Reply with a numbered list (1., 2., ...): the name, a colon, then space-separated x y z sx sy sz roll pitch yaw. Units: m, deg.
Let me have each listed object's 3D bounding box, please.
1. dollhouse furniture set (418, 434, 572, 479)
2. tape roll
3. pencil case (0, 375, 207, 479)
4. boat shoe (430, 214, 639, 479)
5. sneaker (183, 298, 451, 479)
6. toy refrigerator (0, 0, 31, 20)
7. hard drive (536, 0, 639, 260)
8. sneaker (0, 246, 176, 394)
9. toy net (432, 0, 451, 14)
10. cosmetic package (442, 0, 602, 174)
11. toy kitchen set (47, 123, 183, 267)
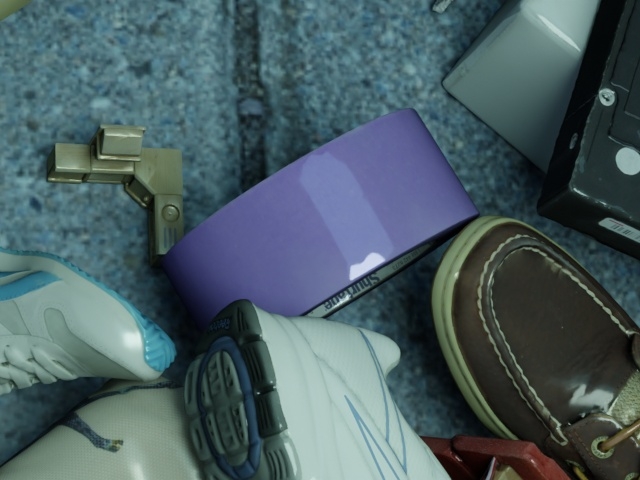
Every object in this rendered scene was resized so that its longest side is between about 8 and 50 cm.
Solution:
1. dollhouse furniture set: 0.140 0.317 1.125 0.374 0.152 0.201 50 63 -18
2. tape roll: 0.000 0.000 1.129 0.189 0.189 0.080 -29 85 -24
3. pencil case: -0.181 0.242 1.008 0.410 0.160 0.183 -40 89 -25
4. boat shoe: 0.202 0.115 1.133 0.123 0.123 0.342 -49 118 -23
5. sneaker: 0.024 0.168 0.956 0.129 0.111 0.297 0 69 -34
6. toy refrigerator: -0.300 -0.142 1.127 0.269 0.094 0.102 -39 82 -25
7. hard drive: 0.294 -0.124 1.162 0.237 0.064 0.339 23 70 -10
8. sneaker: -0.184 0.056 1.062 0.229 0.087 0.092 12 67 33
9. toy net: 0.134 -0.268 1.313 0.045 0.122 0.232 36 87 -9
10. cosmetic package: 0.342 -0.067 1.281 0.453 0.161 0.230 40 67 -4
11. toy kitchen set: -0.128 -0.028 1.161 0.083 0.068 0.075 2 73 -18
